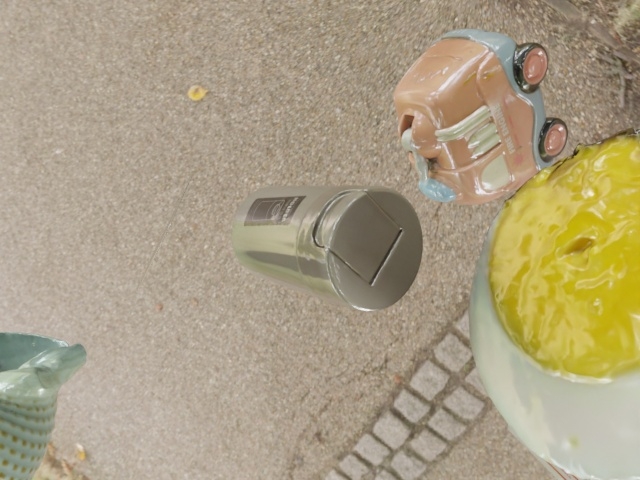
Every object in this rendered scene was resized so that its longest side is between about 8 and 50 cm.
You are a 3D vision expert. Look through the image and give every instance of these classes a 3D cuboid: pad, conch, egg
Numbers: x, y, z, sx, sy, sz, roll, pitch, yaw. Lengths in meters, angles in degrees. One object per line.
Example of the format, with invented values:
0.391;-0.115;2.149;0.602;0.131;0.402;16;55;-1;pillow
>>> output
-0.318;0.000;1.042;0.002;0.176;0.266;25;133;-17;pad
-0.502;0.263;0.724;0.303;0.319;0.215;22;110;33;conch
0.319;0.065;0.501;0.201;0.337;0.337;9;125;-20;egg

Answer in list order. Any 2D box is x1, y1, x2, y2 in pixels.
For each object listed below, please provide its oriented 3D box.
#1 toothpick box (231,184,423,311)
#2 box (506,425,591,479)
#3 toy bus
0.000;0.000;0.512;0.181;0.111;0.111;10;129;54;toothpick box
0.359;0.296;0.723;0.050;0.229;0.122;-24;127;-17;box
0.239;-0.182;0.847;0.194;0.232;0.287;28;154;53;toy bus
